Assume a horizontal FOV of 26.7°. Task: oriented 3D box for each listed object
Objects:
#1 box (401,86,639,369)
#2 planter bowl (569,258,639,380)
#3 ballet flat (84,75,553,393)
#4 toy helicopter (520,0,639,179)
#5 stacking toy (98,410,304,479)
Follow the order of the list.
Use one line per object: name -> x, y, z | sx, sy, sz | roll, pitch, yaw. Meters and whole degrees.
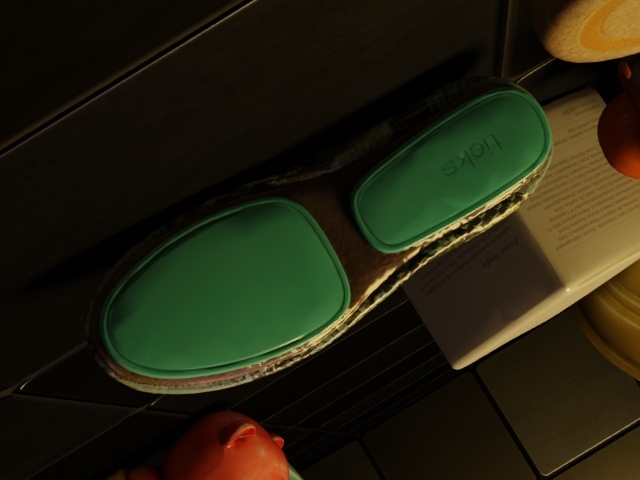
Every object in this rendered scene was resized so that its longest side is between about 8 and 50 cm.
box -> 0.102, -0.006, 0.674 | 0.102, 0.087, 0.101 | -23, 167, -37
planter bowl -> 0.216, -0.031, 0.719 | 0.217, 0.217, 0.090 | -33, 139, 10
ballet flat -> 0.000, 0.000, 0.499 | 0.188, 0.070, 0.070 | -25, 168, -14
toy helicopter -> 0.176, -0.086, 0.520 | 0.235, 0.140, 0.355 | -28, 163, 38
stacking toy -> -0.019, 0.257, 1.082 | 0.130, 0.279, 0.309 | -43, 168, 2
